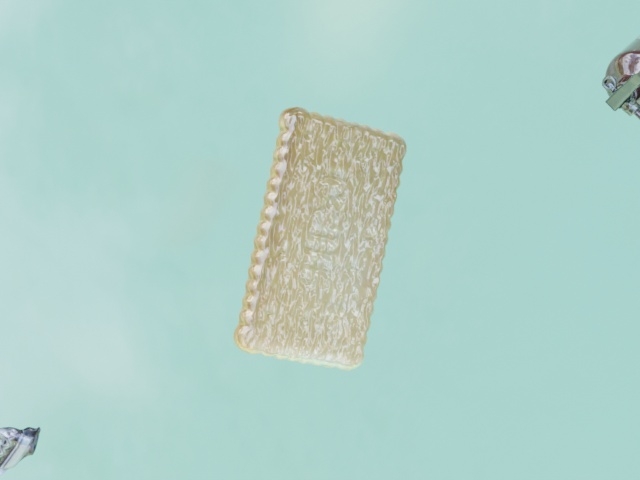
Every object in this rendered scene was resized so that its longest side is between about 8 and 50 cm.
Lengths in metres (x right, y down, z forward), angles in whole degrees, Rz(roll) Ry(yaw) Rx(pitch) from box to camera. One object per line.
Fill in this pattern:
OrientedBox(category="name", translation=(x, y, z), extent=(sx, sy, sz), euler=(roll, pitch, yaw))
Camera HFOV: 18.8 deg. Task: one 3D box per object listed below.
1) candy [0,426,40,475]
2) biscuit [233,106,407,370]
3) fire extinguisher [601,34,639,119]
OrientedBox(category="candy", translation=(-0.328, 0.110, 1.750), extent=(0.094, 0.051, 0.226), euler=(-20, 95, 24))
OrientedBox(category="biscuit", translation=(0.000, 0.000, 1.938), extent=(0.160, 0.030, 0.249), euler=(12, 89, -35))
OrientedBox(category="fire extinguisher", translation=(0.158, -0.076, 0.844), extent=(0.035, 0.049, 0.173), euler=(0, 21, 30))
